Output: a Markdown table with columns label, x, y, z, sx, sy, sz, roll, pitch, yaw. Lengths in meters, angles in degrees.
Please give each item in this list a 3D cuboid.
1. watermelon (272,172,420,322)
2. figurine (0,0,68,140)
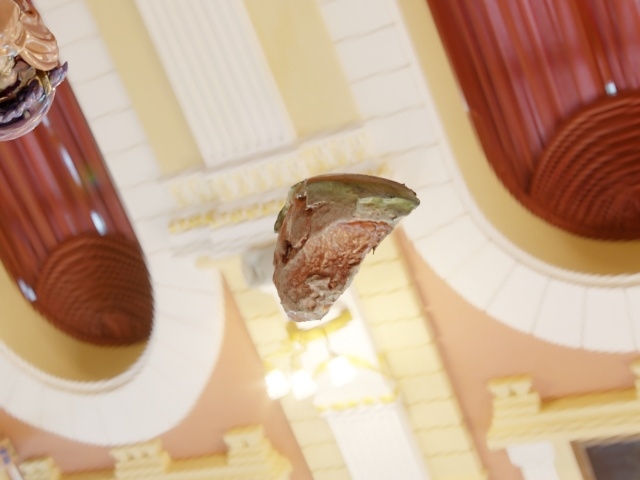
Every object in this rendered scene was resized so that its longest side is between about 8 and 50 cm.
| label | x | y | z | sx | sy | sz | roll | pitch | yaw |
| --- | --- | --- | --- | --- | --- | --- | --- | --- | --- |
| watermelon | 0.000 | 0.000 | 0.981 | 0.187 | 0.071 | 0.139 | -10 | -123 | 64 |
| figurine | -0.271 | -0.163 | 0.940 | 0.126 | 0.157 | 0.114 | 17 | -119 | 4 |
